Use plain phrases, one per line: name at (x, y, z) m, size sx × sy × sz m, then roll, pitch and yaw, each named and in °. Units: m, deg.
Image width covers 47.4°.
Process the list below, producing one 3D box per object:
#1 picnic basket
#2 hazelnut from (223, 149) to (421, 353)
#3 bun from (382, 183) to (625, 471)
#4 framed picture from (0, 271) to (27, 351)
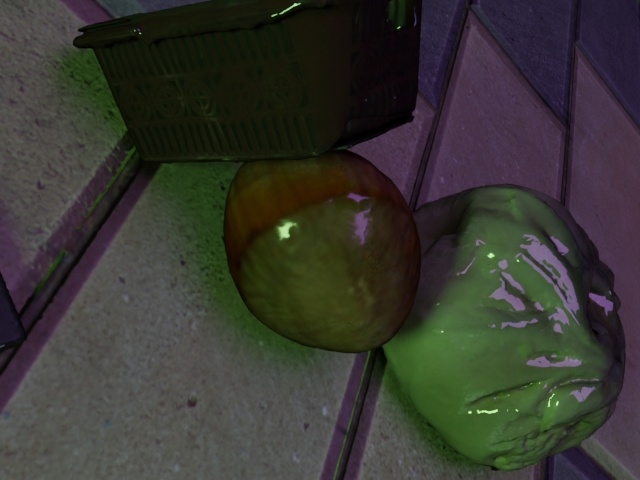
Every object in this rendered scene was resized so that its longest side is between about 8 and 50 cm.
picnic basket at (-0.051, -0.148, 0.646) m, size 0.222 × 0.297 × 0.129 m, roll -31°, pitch 117°, yaw -50°
hazelnut at (0.000, 0.000, 0.693) m, size 0.214 × 0.176 × 0.214 m, roll -24°, pitch 90°, yaw -86°
bun at (0.236, 0.089, 0.855) m, size 0.360 × 0.211 × 0.359 m, roll 25°, pitch 52°, yaw -38°
framed picture at (-0.356, -0.044, 0.457) m, size 0.244 × 0.013 × 0.323 m, roll -20°, pitch 84°, yaw -50°
